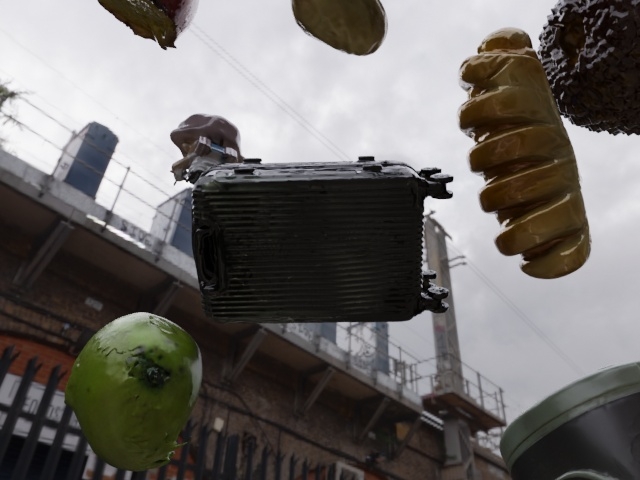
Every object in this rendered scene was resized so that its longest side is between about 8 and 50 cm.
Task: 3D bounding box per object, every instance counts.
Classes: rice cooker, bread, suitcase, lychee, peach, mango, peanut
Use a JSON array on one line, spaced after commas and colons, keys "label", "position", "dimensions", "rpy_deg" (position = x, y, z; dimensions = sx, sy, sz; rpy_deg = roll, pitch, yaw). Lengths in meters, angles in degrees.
[{"label": "rice cooker", "position": [0.391, 0.303, 0.661], "dimensions": [0.288, 0.277, 0.288], "rpy_deg": [-9, -43, -9]}, {"label": "bread", "position": [0.250, -0.107, 0.674], "dimensions": [0.121, 0.311, 0.173], "rpy_deg": [-17, -5, 23]}, {"label": "suitcase", "position": [0.000, 0.000, 0.667], "dimensions": [0.312, 0.128, 0.202], "rpy_deg": [-2, -74, 0]}, {"label": "lychee", "position": [0.497, -0.299, 0.865], "dimensions": [0.268, 0.267, 0.267], "rpy_deg": [2, -38, 2]}, {"label": "peach", "position": [-0.321, -0.508, 0.978], "dimensions": [0.258, 0.201, 0.361], "rpy_deg": [27, -4, 6]}, {"label": "mango", "position": [-0.158, 0.121, 0.451], "dimensions": [0.100, 0.119, 0.178], "rpy_deg": [21, -15, -18]}, {"label": "peanut", "position": [-0.004, -0.474, 1.010], "dimensions": [0.319, 0.147, 0.148], "rpy_deg": [42, -50, -20]}]

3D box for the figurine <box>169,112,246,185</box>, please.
[{"label": "figurine", "position": [-0.188, -0.149, 0.898], "dimensions": [0.137, 0.229, 0.112], "rpy_deg": [14, -61, -16]}]
